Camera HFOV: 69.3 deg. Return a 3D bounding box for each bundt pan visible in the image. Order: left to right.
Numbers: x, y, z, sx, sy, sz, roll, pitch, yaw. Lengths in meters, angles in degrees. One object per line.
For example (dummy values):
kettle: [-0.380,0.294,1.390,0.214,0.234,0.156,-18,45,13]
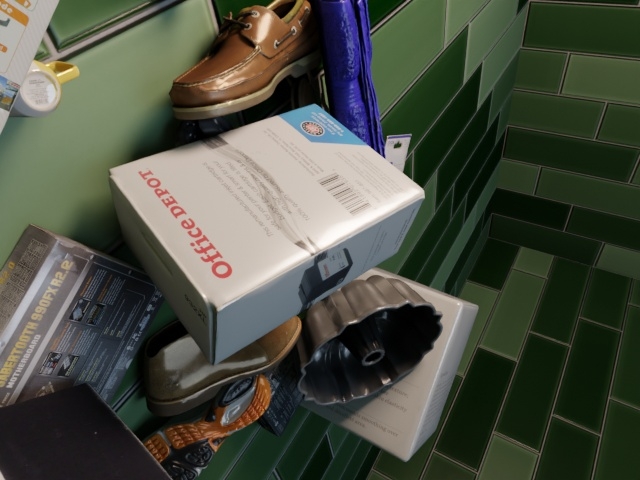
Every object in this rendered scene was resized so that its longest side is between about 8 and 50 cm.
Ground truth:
bundt pan: [0.084,0.198,0.972,0.331,0.124,0.330,-16,137,-15]

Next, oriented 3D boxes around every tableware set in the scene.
tableware set: [-0.020,-0.216,0.836,0.194,0.039,0.128,42,46,-67]

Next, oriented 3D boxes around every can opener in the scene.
can opener: [-0.145,-0.116,0.661,0.186,0.073,0.059,64,42,-66]

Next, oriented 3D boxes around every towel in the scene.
towel: [0.050,-0.256,0.767,0.227,0.077,0.308,-97,177,-54]

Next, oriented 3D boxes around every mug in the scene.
mug: [-0.263,-0.143,0.412,0.078,0.064,0.062,-65,152,-13]

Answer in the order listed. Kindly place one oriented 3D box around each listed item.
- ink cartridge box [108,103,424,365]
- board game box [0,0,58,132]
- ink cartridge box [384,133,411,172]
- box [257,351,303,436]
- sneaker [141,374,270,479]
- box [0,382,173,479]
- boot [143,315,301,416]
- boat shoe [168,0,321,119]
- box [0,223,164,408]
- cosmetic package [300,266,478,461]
ink cartridge box: [-0.063,-0.029,0.583,0.308,0.223,0.129,-28,151,-32]
board game box: [-0.318,-0.139,0.278,0.224,0.098,0.303,30,82,-64]
ink cartridge box: [0.147,-0.115,1.200,0.165,0.065,0.332,-21,126,-57]
box: [-0.091,0.305,1.028,0.183,0.059,0.232,-54,148,-29]
sneaker: [-0.208,0.316,0.781,0.263,0.121,0.099,-30,96,-26]
box: [-0.342,0.336,0.376,0.343,0.179,0.312,-2,117,-57]
boot: [-0.146,0.163,0.769,0.305,0.112,0.115,-21,115,-45]
boat shoe: [-0.100,-0.254,0.616,0.307,0.111,0.104,-55,147,-47]
box: [-0.297,0.121,0.528,0.230,0.056,0.183,-66,152,-10]
cosmetic package: [0.189,0.298,1.249,0.327,0.330,0.393,19,91,-63]
